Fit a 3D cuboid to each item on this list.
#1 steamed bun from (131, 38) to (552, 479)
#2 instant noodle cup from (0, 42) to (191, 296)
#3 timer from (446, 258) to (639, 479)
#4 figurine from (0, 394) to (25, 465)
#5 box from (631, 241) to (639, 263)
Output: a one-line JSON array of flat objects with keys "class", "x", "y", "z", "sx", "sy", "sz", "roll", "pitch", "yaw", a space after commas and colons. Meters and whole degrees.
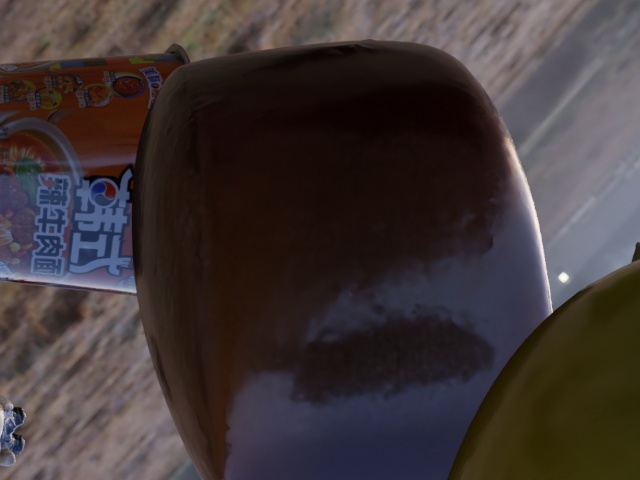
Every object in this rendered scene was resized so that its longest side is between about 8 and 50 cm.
[{"class": "steamed bun", "x": 0.000, "y": 0.000, "z": 0.909, "sx": 0.379, "sy": 0.235, "sz": 0.248, "roll": -115, "pitch": -157, "yaw": -67}, {"class": "instant noodle cup", "x": -0.227, "y": -0.060, "z": 1.342, "sx": 0.192, "sy": 0.250, "sz": 0.250, "roll": 0, "pitch": 156, "yaw": -17}, {"class": "timer", "x": 0.166, "y": 0.081, "z": 0.423, "sx": 0.285, "sy": 0.285, "sz": 0.285, "roll": -47, "pitch": 175, "yaw": -6}, {"class": "figurine", "x": -0.386, "y": 0.209, "z": 1.638, "sx": 0.196, "sy": 0.108, "sz": 0.114, "roll": 44, "pitch": 49, "yaw": -66}, {"class": "box", "x": 0.298, "y": 0.162, "z": 1.149, "sx": 0.043, "sy": 0.173, "sz": 0.311, "roll": -110, "pitch": -151, "yaw": -71}]
